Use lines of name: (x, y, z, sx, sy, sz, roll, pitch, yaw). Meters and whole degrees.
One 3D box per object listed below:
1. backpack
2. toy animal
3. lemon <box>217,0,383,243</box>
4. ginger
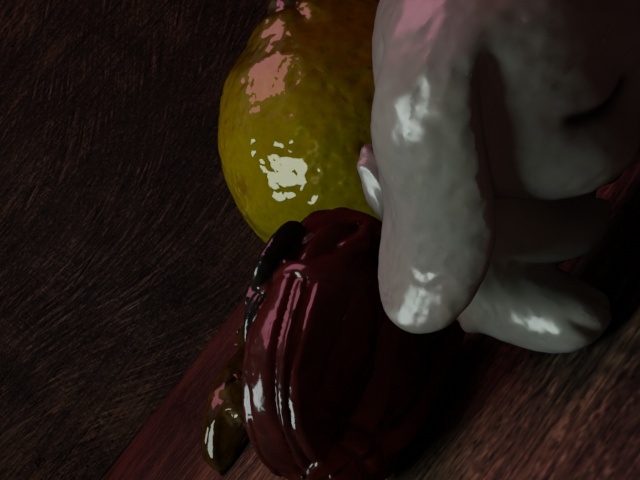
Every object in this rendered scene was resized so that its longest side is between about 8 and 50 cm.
backpack: (0.021, 0.098, 0.595, 0.138, 0.229, 0.229, 4, 43, 31)
toy animal: (0.110, -0.082, 0.453, 0.265, 0.205, 0.272, 65, -136, -61)
lemon: (0.037, -0.139, 0.944, 0.349, 0.387, 0.350, -28, 23, 13)
ginger: (-0.121, 0.229, 1.216, 0.133, 0.107, 0.309, -33, 18, 24)
